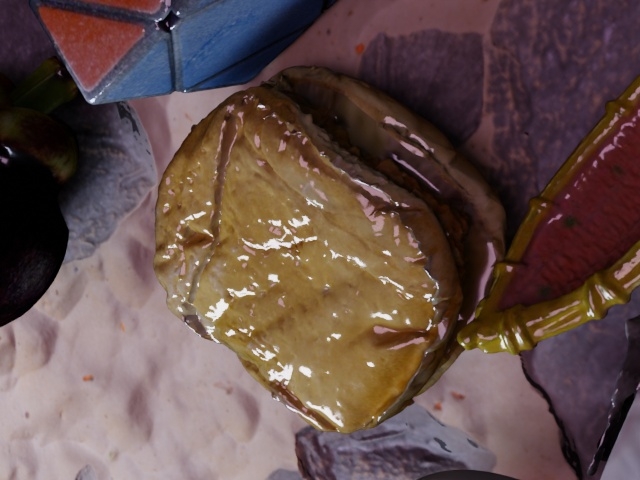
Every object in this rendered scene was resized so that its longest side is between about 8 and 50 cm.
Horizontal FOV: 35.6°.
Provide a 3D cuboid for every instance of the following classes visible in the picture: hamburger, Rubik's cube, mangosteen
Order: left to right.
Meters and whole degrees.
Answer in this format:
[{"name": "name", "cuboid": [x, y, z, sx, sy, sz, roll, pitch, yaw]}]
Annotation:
[{"name": "mangosteen", "cuboid": [-0.346, -0.058, 0.954, 0.275, 0.275, 0.302, 40, 84, 17]}, {"name": "Rubik's cube", "cuboid": [-0.100, -0.247, 0.753, 0.205, 0.205, 0.207, -38, 81, 33]}, {"name": "hamburger", "cuboid": [0.001, 0.000, 0.796, 0.283, 0.144, 0.260, 42, 125, 11]}]

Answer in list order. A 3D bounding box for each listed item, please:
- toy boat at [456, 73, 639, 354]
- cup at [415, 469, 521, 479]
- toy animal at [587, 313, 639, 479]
[{"name": "toy boat", "cuboid": [0.208, -0.045, 0.659, 0.318, 0.099, 0.141, -58, 27, 17]}, {"name": "cup", "cuboid": [0.174, 0.328, 0.724, 0.326, 0.236, 0.323, -8, 93, 34]}, {"name": "toy animal", "cuboid": [0.340, 0.169, 0.600, 0.357, 0.194, 0.258, 22, 77, 20]}]
